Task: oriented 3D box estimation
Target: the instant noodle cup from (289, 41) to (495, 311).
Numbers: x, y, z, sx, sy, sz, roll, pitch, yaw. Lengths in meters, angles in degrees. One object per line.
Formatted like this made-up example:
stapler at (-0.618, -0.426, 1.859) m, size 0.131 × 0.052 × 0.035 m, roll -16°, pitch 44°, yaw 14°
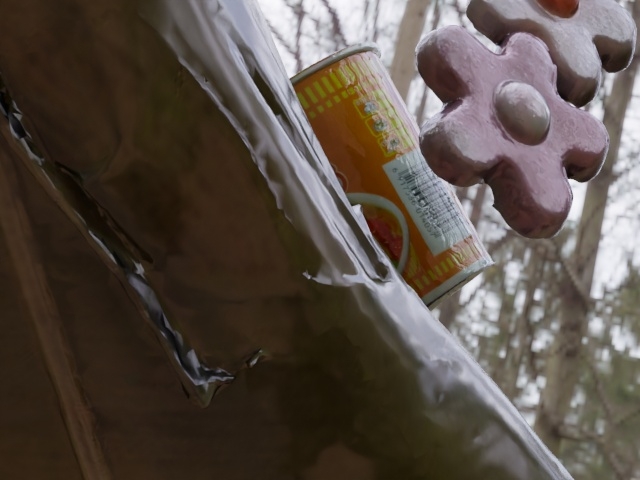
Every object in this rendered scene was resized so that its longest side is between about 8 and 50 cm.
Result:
instant noodle cup at (0.030, -0.025, 1.010) m, size 0.185 × 0.168 × 0.168 m, roll 55°, pitch -35°, yaw 7°

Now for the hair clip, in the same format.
hair clip at (0.126, -0.110, 0.849) m, size 0.146 × 0.257 × 0.075 m, roll 41°, pitch -51°, yaw -18°

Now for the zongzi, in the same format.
zongzi at (0.000, 0.000, 0.456) m, size 0.418 × 0.181 × 0.447 m, roll 6°, pitch -58°, yaw -1°
